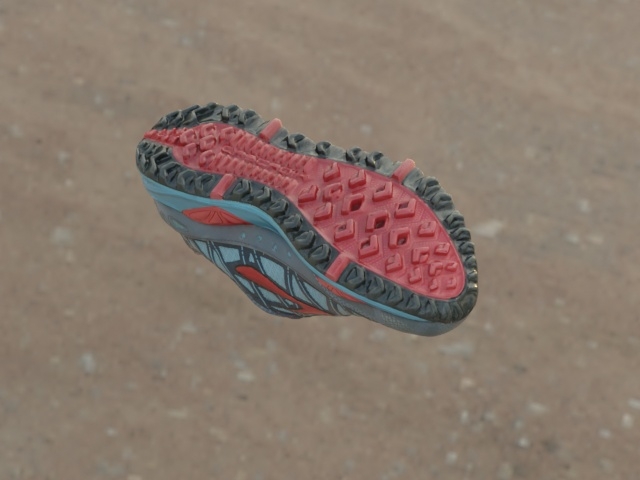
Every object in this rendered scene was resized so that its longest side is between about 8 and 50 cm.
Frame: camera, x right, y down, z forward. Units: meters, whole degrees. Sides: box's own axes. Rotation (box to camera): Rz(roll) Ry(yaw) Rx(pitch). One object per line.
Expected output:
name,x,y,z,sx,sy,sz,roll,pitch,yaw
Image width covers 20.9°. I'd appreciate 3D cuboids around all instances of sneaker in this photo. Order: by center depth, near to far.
sneaker,0.000,0.000,1.143,0.262,0.125,0.104,28,60,31
